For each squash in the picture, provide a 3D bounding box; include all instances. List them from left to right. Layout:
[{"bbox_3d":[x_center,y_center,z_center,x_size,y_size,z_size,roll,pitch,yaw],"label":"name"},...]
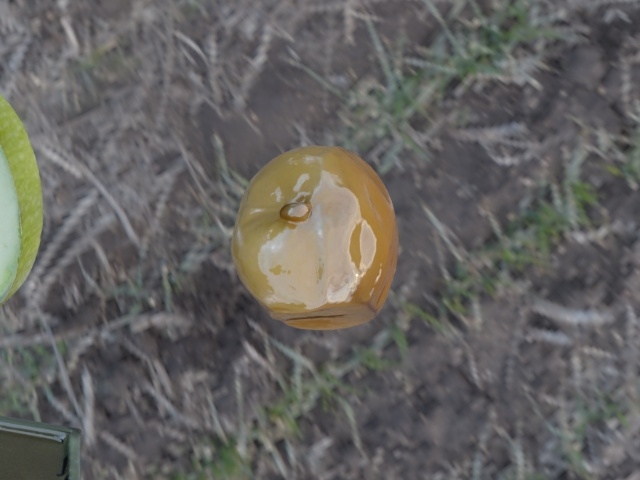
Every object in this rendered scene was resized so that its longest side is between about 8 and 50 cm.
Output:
[{"bbox_3d":[-0.360,-0.042,1.681,0.252,0.049,0.252,8,112,21],"label":"squash"}]

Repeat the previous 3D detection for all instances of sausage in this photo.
[{"bbox_3d":[-0.001,0.000,1.457,0.120,0.241,0.136,-4,87,7],"label":"sausage"}]

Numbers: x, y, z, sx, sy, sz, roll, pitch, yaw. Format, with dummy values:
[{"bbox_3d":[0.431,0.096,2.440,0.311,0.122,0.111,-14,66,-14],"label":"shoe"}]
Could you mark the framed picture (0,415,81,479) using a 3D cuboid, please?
[{"bbox_3d":[-0.282,0.211,1.427,0.213,0.289,0.016,11,117,-14],"label":"framed picture"}]
